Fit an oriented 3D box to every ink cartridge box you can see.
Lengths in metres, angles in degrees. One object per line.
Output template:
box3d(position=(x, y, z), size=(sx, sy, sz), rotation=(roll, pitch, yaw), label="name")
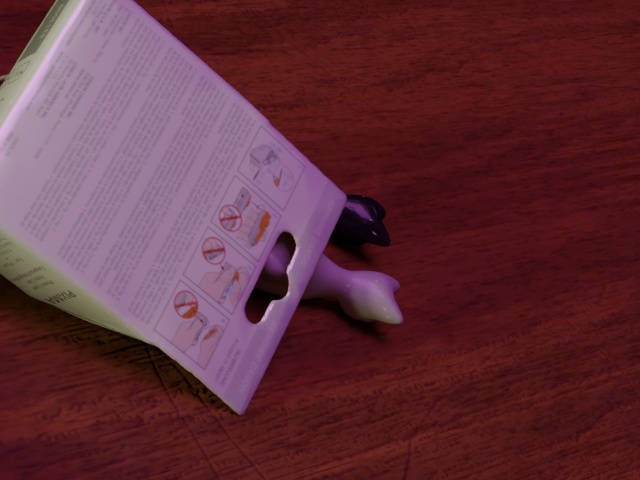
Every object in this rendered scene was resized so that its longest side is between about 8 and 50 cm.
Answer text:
box3d(position=(-0.179, -0.041, 1.840), size=(0.385, 0.091, 0.308), rotation=(41, 56, -24), label="ink cartridge box")

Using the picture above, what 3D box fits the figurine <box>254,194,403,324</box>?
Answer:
box3d(position=(0.000, 0.000, 2.029), size=(0.209, 0.092, 0.215), rotation=(21, 38, -25), label="figurine")

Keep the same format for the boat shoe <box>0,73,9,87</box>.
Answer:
box3d(position=(-0.394, -0.099, 1.812), size=(0.109, 0.098, 0.302), rotation=(42, 35, 11), label="boat shoe")
